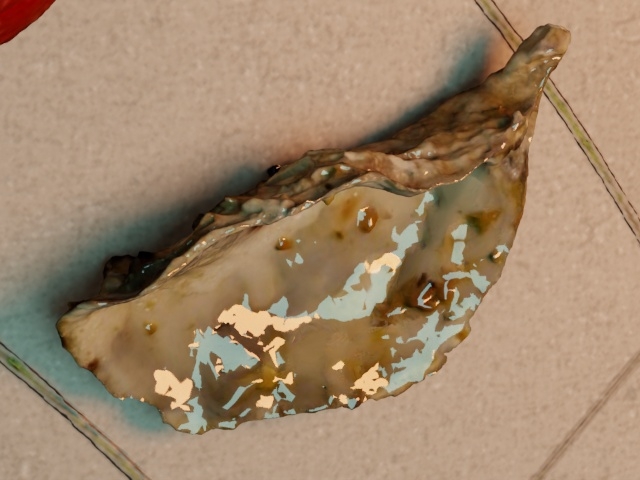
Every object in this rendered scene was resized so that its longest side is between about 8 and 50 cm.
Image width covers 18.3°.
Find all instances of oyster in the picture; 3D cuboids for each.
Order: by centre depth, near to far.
[{"bbox_3d":[0.016,0.013,1.336,0.396,0.111,0.204,-27,131,-15],"label":"oyster"}]

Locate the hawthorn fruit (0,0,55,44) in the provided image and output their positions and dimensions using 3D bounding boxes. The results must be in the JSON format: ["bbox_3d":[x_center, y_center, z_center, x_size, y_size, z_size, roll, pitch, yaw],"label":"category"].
[{"bbox_3d":[-0.238,-0.225,1.063,0.369,0.285,0.284,-24,113,-25],"label":"hawthorn fruit"}]
